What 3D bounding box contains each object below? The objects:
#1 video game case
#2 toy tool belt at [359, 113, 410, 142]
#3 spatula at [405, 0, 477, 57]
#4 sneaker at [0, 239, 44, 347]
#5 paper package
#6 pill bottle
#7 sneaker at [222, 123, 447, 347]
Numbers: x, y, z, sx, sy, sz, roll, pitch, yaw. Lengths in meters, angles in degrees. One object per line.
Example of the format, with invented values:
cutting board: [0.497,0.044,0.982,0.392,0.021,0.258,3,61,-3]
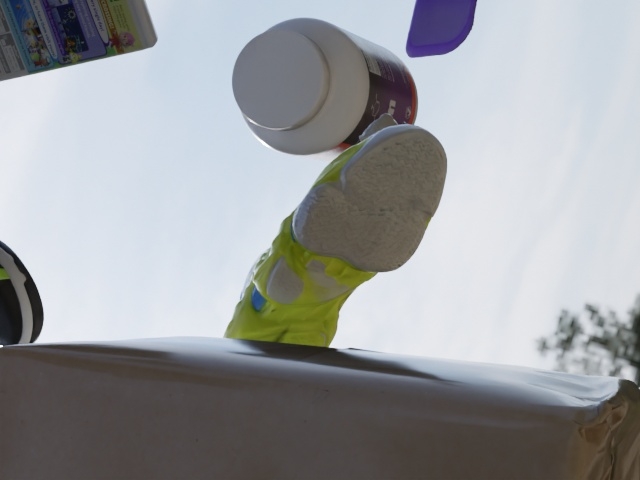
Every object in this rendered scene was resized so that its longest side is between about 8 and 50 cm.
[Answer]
video game case: [-0.250,-0.232,1.030,0.023,0.193,0.212,-76,-28,-61]
toy tool belt: [0.074,-0.085,1.255,0.052,0.051,0.083,-45,-23,15]
spatula: [0.118,-0.323,1.242,0.030,0.084,0.296,-3,-86,-42]
sneaker: [-0.329,0.019,1.058,0.097,0.235,0.084,-35,-19,-48]
paper package: [-0.010,0.210,0.682,0.168,0.325,0.309,6,-91,-66]
pill bottle: [0.005,-0.197,1.764,0.323,0.182,0.181,0,-75,-68]
sneaker: [0.000,0.000,0.985,0.240,0.091,0.126,-51,18,14]
